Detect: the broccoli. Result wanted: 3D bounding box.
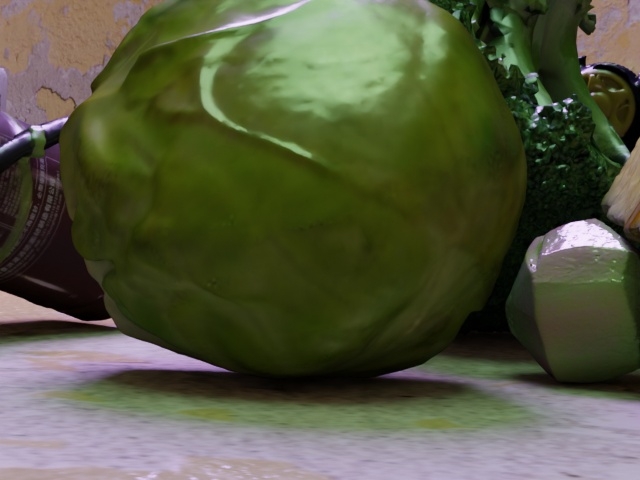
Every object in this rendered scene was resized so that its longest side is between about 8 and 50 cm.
[{"bbox_3d":[0.095,-0.060,1.099,0.265,0.245,0.294,14,3,5],"label":"broccoli"}]

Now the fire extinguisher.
[{"bbox_3d":[-0.218,-0.053,0.978,0.105,0.141,0.341,26,0,40],"label":"fire extinguisher"}]

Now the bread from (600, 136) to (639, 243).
[{"bbox_3d":[0.289,-0.033,0.845,0.236,0.198,0.263,29,5,-3],"label":"bread"}]

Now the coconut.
[{"bbox_3d":[0.131,0.030,0.905,0.081,0.083,0.082,-12,-14,24],"label":"coconut"}]

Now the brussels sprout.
[{"bbox_3d":[-0.013,-0.033,0.864,0.223,0.223,0.161,2,-12,3],"label":"brussels sprout"}]

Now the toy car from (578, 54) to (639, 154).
[{"bbox_3d":[0.257,-0.033,1.331,0.314,0.166,0.198,20,5,7],"label":"toy car"}]

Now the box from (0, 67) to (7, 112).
[{"bbox_3d":[-0.267,-0.044,1.220,0.071,0.168,0.259,4,2,2],"label":"box"}]
